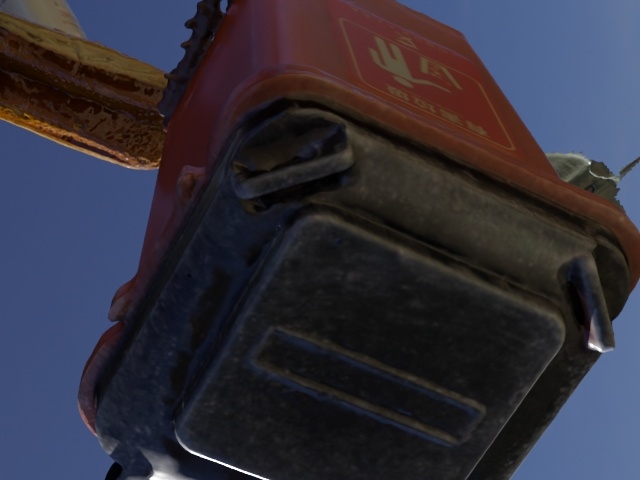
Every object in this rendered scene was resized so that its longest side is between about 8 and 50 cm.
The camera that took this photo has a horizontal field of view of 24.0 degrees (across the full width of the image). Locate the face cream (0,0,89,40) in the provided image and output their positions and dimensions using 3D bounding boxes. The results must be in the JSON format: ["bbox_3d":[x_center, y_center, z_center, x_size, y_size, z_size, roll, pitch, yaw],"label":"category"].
[{"bbox_3d":[-0.276,-0.207,1.443,0.269,0.082,0.082,56,-171,34],"label":"face cream"}]

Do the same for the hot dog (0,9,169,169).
[{"bbox_3d":[-0.165,-0.098,0.968,0.045,0.165,0.071,-69,0,-64],"label":"hot dog"}]

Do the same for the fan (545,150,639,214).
[{"bbox_3d":[0.203,-0.035,1.133,0.191,0.329,0.009,40,-165,-44],"label":"fan"}]

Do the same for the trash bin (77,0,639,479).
[{"bbox_3d":[0.000,0.000,0.595,0.161,0.184,0.239,23,-156,-17],"label":"trash bin"}]
